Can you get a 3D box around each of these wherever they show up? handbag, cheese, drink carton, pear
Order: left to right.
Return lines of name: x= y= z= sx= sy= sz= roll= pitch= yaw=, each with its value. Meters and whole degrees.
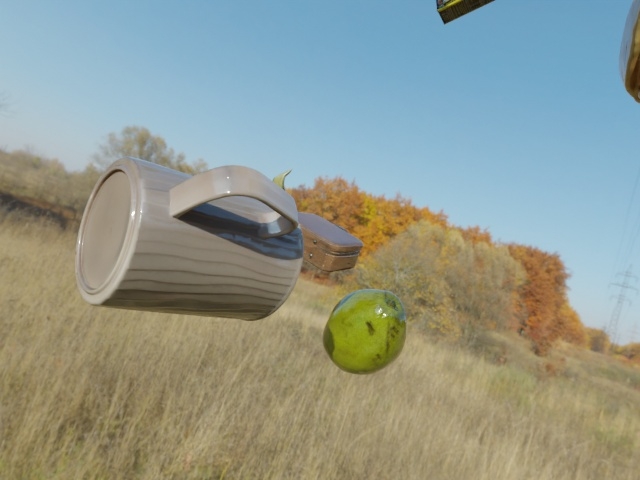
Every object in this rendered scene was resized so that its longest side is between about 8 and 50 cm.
cheese: x=-0.102 y=-0.161 z=1.145 sx=0.041 sy=0.084 sz=0.060 roll=9 pitch=14 yaw=-28
handbag: x=0.000 y=0.000 z=0.982 sx=0.151 sy=0.072 sz=0.193 roll=2 pitch=22 yaw=-47
pear: x=0.118 y=0.235 z=1.092 sx=0.212 sy=0.212 sz=0.269 roll=16 pitch=-49 yaw=-15
drink carton: x=0.336 y=-0.546 z=0.911 sx=0.165 sy=0.071 sz=0.056 roll=-14 pitch=-22 yaw=33

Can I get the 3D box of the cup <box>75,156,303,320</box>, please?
cup: x=-0.168 y=0.012 z=0.616 sx=0.288 sy=0.208 sz=0.273 roll=6 pitch=-8 yaw=44

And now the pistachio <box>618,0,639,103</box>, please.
pistachio: x=0.637 y=-0.354 z=0.729 sx=0.187 sy=0.187 sz=0.299 roll=16 pitch=-25 yaw=29
